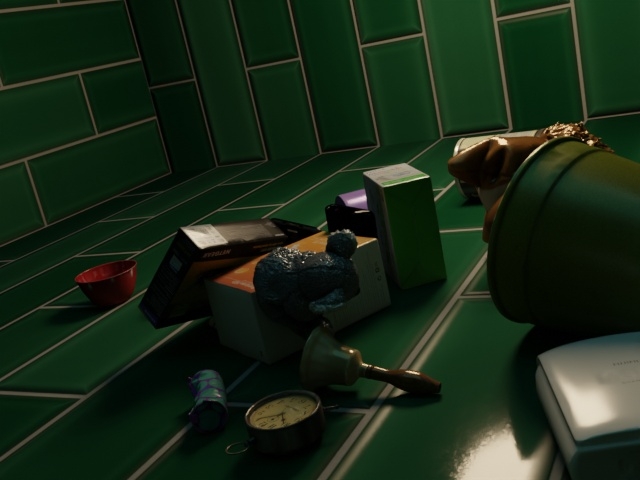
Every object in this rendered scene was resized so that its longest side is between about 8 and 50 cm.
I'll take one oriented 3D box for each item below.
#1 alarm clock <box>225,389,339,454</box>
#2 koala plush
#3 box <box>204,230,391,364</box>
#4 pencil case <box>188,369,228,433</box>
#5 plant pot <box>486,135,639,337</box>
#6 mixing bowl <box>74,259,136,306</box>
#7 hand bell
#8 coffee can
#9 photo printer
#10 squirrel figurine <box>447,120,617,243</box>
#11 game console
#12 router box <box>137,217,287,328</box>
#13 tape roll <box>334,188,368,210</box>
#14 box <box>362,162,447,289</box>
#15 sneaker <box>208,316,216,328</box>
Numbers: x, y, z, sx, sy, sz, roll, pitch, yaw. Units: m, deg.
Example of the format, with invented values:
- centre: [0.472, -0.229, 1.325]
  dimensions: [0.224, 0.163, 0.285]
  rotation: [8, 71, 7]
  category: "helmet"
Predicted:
- centre: [-0.073, 0.309, 1.273]
  dimensions: [0.192, 0.064, 0.129]
  rotation: [-20, 17, -33]
  category: "alarm clock"
- centre: [-0.006, 0.082, 1.500]
  dimensions: [0.203, 0.196, 0.221]
  rotation: [25, -22, -23]
  category: "koala plush"
- centre: [-0.049, 0.117, 1.744]
  dimensions: [0.345, 0.168, 0.215]
  rotation: [-23, 18, -32]
  category: "box"
- centre: [-0.209, 0.294, 1.431]
  dimensions: [0.070, 0.064, 0.151]
  rotation: [5, 12, -11]
  category: "pencil case"
- centre: [0.543, 0.032, 1.343]
  dimensions: [0.367, 0.366, 0.353]
  rotation: [-23, 31, -35]
  category: "plant pot"
- centre: [-0.614, 0.133, 2.260]
  dimensions: [0.182, 0.098, 0.181]
  rotation: [-11, 15, 3]
  category: "mixing bowl"
- centre: [0.098, 0.236, 1.383]
  dimensions: [0.242, 0.126, 0.126]
  rotation: [9, 23, 24]
  category: "hand bell"
- centre: [0.587, -0.240, 2.455]
  dimensions: [0.275, 0.201, 0.201]
  rotation: [-2, 18, 33]
  category: "coffee can"
- centre: [0.445, 0.224, 1.087]
  dimensions: [0.256, 0.107, 0.307]
  rotation: [-10, 16, 8]
  category: "photo printer"
- centre: [0.560, -0.100, 1.768]
  dimensions: [0.397, 0.281, 0.370]
  rotation: [-30, 33, -8]
  category: "squirrel figurine"
- centre: [0.000, 0.000, 1.954]
  dimensions: [0.361, 0.213, 0.044]
  rotation: [13, 32, 39]
  category: "game console"
- centre: [-0.248, 0.072, 1.818]
  dimensions: [0.081, 0.243, 0.309]
  rotation: [45, 29, 23]
  category: "router box"
- centre: [0.107, -0.044, 2.155]
  dimensions: [0.080, 0.188, 0.189]
  rotation: [-14, 15, -10]
  category: "tape roll"
- centre: [0.203, -0.041, 1.934]
  dimensions: [0.127, 0.261, 0.231]
  rotation: [-13, 14, -5]
  category: "box"
- centre: [-0.229, 0.193, 1.885]
  dimensions: [0.083, 0.031, 0.037]
  rotation: [-27, 34, -30]
  category: "sneaker"
